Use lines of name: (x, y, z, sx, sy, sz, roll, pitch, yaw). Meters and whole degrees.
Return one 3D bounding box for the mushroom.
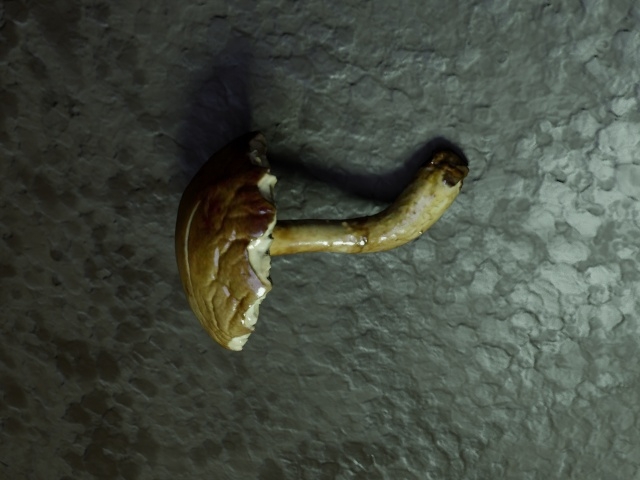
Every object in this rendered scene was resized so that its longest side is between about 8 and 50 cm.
mushroom: (-0.017, 0.004, 1.165, 0.301, 0.208, 0.233, 7, 101, 17)
